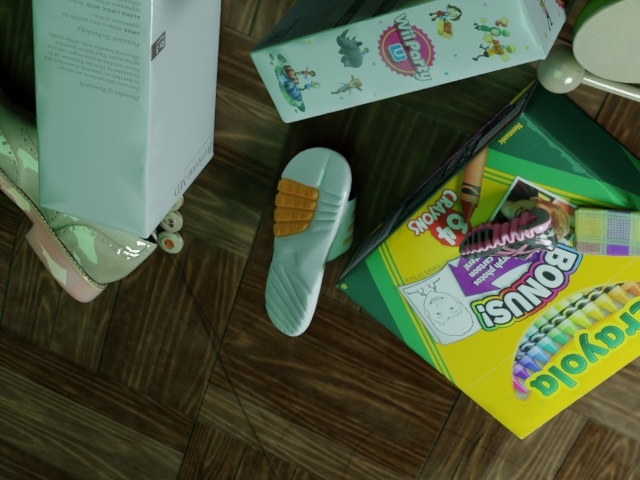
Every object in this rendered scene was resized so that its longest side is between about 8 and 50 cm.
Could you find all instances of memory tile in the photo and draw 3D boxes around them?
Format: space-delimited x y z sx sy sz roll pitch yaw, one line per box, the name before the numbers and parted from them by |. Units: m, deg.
memory tile | -0.238 -0.050 1.976 0.113 0.012 0.148 15 129 14

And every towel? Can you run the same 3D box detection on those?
towel | 0.322 -0.010 1.628 0.083 0.009 0.060 4 121 15

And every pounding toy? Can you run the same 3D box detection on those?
pounding toy | 0.339 -0.243 1.527 0.183 0.110 0.237 5 156 -15

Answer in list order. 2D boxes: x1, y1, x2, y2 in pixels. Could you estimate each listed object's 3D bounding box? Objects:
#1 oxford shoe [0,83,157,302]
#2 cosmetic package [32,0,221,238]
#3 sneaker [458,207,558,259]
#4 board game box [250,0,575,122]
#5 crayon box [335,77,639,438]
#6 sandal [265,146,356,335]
oxford shoe | -0.362 -0.117 1.926 0.147 0.140 0.397 -31 103 11
cosmetic package | -0.223 -0.223 1.716 0.156 0.217 0.385 15 130 14
sneaker | 0.215 0.006 1.661 0.119 0.047 0.057 -16 127 31
board game box | 0.109 -0.242 1.547 0.303 0.224 0.097 -13 116 31
crayon box | 0.252 0.032 1.756 0.313 0.106 0.363 40 129 -7
sandal | -0.008 -0.004 1.865 0.102 0.076 0.265 32 122 30
